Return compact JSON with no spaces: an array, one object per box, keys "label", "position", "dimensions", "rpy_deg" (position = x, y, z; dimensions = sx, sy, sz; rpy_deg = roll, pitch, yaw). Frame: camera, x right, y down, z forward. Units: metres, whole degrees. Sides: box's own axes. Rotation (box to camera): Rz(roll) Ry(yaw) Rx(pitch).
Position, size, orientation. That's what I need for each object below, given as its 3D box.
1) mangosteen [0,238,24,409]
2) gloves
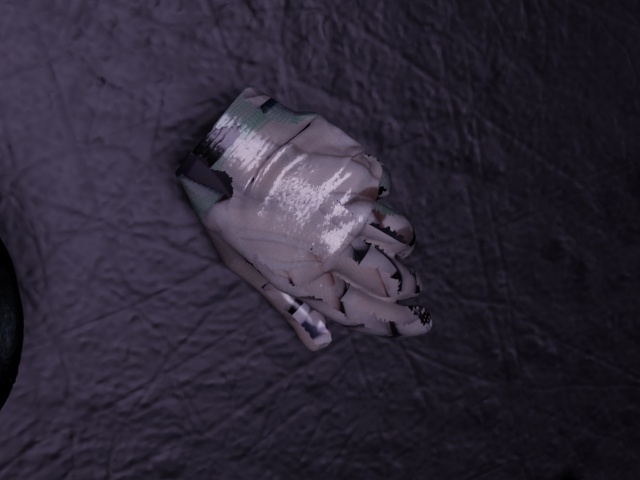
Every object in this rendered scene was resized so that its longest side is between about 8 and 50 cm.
[{"label":"mangosteen","position":[-0.270,0.051,0.477],"dimensions":[0.243,0.243,0.243],"rpy_deg":[-2,97,-16]},{"label":"gloves","position":[0.003,-0.002,0.619],"dimensions":[0.212,0.111,0.127],"rpy_deg":[40,80,-9]}]
